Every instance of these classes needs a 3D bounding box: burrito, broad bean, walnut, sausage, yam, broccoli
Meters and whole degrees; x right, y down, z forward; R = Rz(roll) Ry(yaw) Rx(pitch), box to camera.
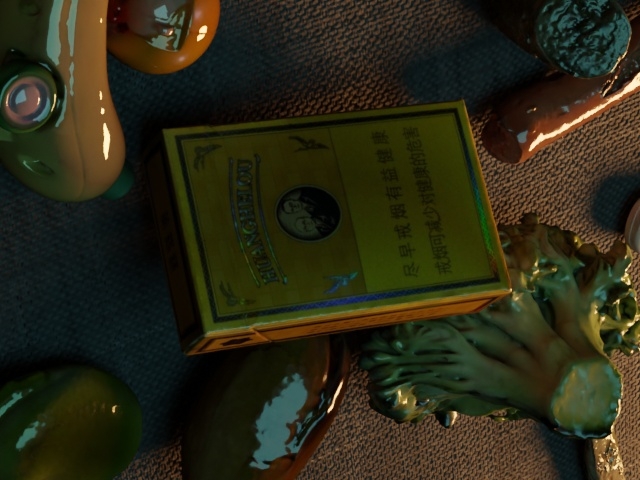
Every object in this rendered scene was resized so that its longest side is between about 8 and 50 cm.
[{"bbox_3d":[0.332,0.263,2.175,0.051,0.042,0.171,-37,132,-25],"label":"burrito"},{"bbox_3d":[-0.245,0.171,1.712,0.174,0.082,0.124,-5,118,-44],"label":"broad bean"},{"bbox_3d":[-0.055,0.166,1.801,0.137,0.137,0.245,26,98,-41],"label":"walnut"},{"bbox_3d":[0.288,-0.171,1.886,0.304,0.078,0.078,-33,129,-15],"label":"sausage"},{"bbox_3d":[0.221,-0.219,1.760,0.107,0.183,0.107,-6,113,-14],"label":"yam"},{"bbox_3d":[0.200,0.102,1.863,0.248,0.245,0.288,42,83,-32],"label":"broccoli"}]

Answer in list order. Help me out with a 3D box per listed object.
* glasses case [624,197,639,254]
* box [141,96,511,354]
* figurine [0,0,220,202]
[{"bbox_3d":[0.421,-0.019,2.075,0.197,0.049,0.076,1,113,-35],"label":"glasses case"},{"bbox_3d":[0.006,-0.016,1.678,0.301,0.084,0.193,-8,75,-22],"label":"box"},{"bbox_3d":[-0.182,-0.186,1.526,0.222,0.124,0.324,6,107,-36],"label":"figurine"}]
